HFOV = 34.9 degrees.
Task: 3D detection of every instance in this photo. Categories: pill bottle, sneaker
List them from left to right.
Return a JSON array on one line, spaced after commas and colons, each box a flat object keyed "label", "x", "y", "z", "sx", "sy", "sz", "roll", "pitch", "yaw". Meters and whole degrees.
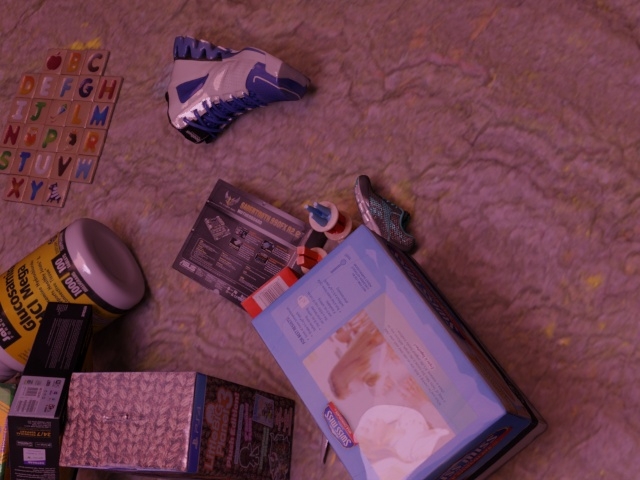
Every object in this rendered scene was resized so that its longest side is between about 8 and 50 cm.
[{"label": "pill bottle", "x": -0.502, "y": 0.121, "z": 1.855, "sx": 0.334, "sy": 0.188, "sz": 0.188, "roll": -35, "pitch": 61, "yaw": 13}, {"label": "sneaker", "x": -0.172, "y": -0.256, "z": 1.853, "sx": 0.316, "sy": 0.127, "sz": 0.182, "roll": 18, "pitch": 87, "yaw": 39}, {"label": "sneaker", "x": 0.107, "y": -0.039, "z": 1.664, "sx": 0.076, "sy": 0.065, "sz": 0.166, "roll": -21, "pitch": 67, "yaw": 3}]

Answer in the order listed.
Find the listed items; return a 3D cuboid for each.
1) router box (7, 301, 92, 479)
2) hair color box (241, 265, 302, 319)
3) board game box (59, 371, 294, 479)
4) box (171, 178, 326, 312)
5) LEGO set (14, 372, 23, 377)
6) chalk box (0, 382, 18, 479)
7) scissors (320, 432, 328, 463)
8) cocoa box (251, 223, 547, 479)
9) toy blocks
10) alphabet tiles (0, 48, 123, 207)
[{"label": "router box", "x": -0.435, "y": 0.284, "z": 1.669, "sx": 0.081, "sy": 0.242, "sz": 0.309, "roll": 5, "pitch": 30, "yaw": -5}, {"label": "hair color box", "x": -0.062, "y": 0.092, "z": 1.595, "sx": 0.093, "sy": 0.167, "sz": 0.053, "roll": -39, "pitch": 84, "yaw": 1}, {"label": "board game box", "x": -0.213, "y": 0.296, "z": 1.584, "sx": 0.232, "sy": 0.291, "sz": 0.141, "roll": -4, "pitch": 72, "yaw": 27}, {"label": "box", "x": -0.126, "y": 0.019, "z": 1.765, "sx": 0.231, "sy": 0.056, "sz": 0.183, "roll": 27, "pitch": 88, "yaw": 31}, {"label": "LEGO set", "x": -0.651, "y": 0.217, "z": 1.984, "sx": 0.183, "sy": 0.060, "sz": 0.244, "roll": -20, "pitch": 67, "yaw": 21}, {"label": "chalk box", "x": -0.665, "y": 0.347, "z": 1.823, "sx": 0.289, "sy": 0.179, "sz": 0.180, "roll": 1, "pitch": 74, "yaw": 4}, {"label": "scissors", "x": 0.034, "y": 0.204, "z": 1.637, "sx": 0.109, "sy": 0.021, "sz": 0.297, "roll": -12, "pitch": 67, "yaw": 24}, {"label": "cocoa box", "x": 0.111, "y": 0.193, "z": 1.464, "sx": 0.231, "sy": 0.228, "sz": 0.347, "roll": -41, "pitch": 62, "yaw": 9}, {"label": "toy blocks", "x": 0.000, "y": 0.000, "z": 1.648, "sx": 0.054, "sy": 0.148, "sz": 0.123, "roll": 32, "pitch": 90, "yaw": 33}, {"label": "alphabet tiles", "x": -0.548, "y": -0.237, "z": 2.108, "sx": 0.285, "sy": 0.011, "sz": 0.342, "roll": 8, "pitch": 78, "yaw": 31}]
